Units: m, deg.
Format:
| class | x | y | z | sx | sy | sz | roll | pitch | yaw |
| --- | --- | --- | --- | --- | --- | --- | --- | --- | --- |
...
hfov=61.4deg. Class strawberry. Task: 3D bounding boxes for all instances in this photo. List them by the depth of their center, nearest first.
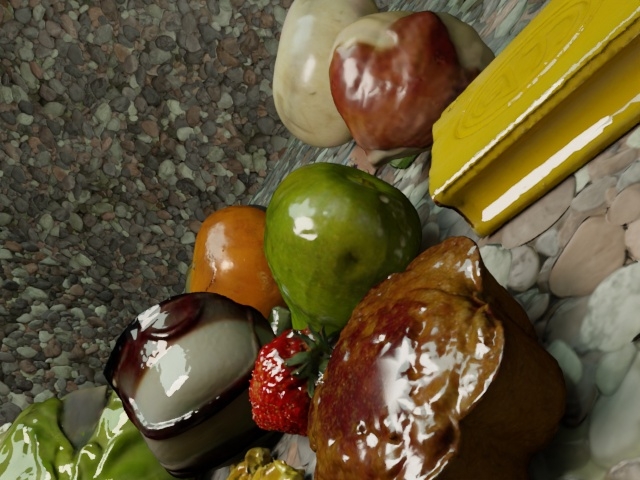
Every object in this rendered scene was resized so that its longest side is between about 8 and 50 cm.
| class | x | y | z | sx | sy | sz | roll | pitch | yaw |
| --- | --- | --- | --- | --- | --- | --- | --- | --- | --- |
| strawberry | -0.029 | 0.193 | 0.715 | 0.131 | 0.131 | 0.148 | -73 | 3 | -47 |

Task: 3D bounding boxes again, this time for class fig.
| class | x | y | z | sx | sy | sz | roll | pitch | yaw |
| --- | --- | --- | --- | --- | --- | --- | --- | --- | --- |
| fig | -0.005 | 0.026 | 0.776 | 0.314 | 0.233 | 0.233 | -41 | 21 | 30 |

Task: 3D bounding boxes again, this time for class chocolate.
| class | x | y | z | sx | sy | sz | roll | pitch | yaw |
| --- | --- | --- | --- | --- | --- | --- | --- | --- | --- |
| chocolate | -0.175 | 0.235 | 0.824 | 0.284 | 0.283 | 0.186 | -52 | 38 | 17 |

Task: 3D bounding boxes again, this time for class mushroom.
| class | x | y | z | sx | sy | sz | roll | pitch | yaw |
| --- | --- | --- | --- | --- | --- | --- | --- | --- | --- |
| mushroom | 0.034 | -0.349 | 1.165 | 0.325 | 0.353 | 0.353 | -48 | 13 | -12 |

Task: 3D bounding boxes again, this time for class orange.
| class | x | y | z | sx | sy | sz | roll | pitch | yaw |
| --- | --- | --- | --- | --- | --- | --- | --- | --- | --- |
| orange | -0.163 | 0.065 | 1.153 | 0.284 | 0.225 | 0.284 | -178 | 90 | -71 |

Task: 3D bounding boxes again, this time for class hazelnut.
| class | x | y | z | sx | sy | sz | roll | pitch | yaw |
| --- | --- | --- | --- | --- | --- | --- | --- | --- | --- |
| hazelnut | 0.129 | -0.227 | 0.839 | 0.261 | 0.260 | 0.241 | -134 | 52 | -75 |

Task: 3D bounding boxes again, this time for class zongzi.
| class | x | y | z | sx | sy | sz | roll | pitch | yaw |
| --- | --- | --- | --- | --- | --- | --- | --- | --- | --- |
| zongzi | -0.081 | 0.210 | 1.033 | 0.130 | 0.062 | 0.154 | 94 | -173 | -74 |

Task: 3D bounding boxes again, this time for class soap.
| class | x | y | z | sx | sy | sz | roll | pitch | yaw |
| --- | --- | --- | --- | --- | --- | --- | --- | --- | --- |
| soap | 0.258 | -0.170 | 0.600 | 0.324 | 0.096 | 0.204 | -46 | 19 | 36 |

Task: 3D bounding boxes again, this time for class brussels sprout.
| class | x | y | z | sx | sy | sz | roll | pitch | yaw |
| --- | --- | --- | --- | --- | --- | --- | --- | --- | --- |
| brussels sprout | -0.415 | 0.470 | 0.987 | 0.425 | 0.342 | 0.361 | -27 | 57 | -4 |

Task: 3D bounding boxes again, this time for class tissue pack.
| class | x | y | z | sx | sy | sz | roll | pitch | yaw |
| --- | --- | --- | --- | --- | --- | --- | --- | --- | --- |
| tissue pack | 0.091 | -0.173 | 1.197 | 0.095 | 0.074 | 0.058 | -61 | 9 | -13 |

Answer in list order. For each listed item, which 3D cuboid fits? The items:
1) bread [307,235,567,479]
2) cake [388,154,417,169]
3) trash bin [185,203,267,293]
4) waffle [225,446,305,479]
| class | x | y | z | sx | sy | sz | roll | pitch | yaw |
| --- | --- | --- | --- | --- | --- | --- | --- | --- | --- |
| bread | 0.079 | 0.137 | 0.453 | 0.247 | 0.135 | 0.232 | -48 | 17 | 28 |
| cake | 0.183 | -0.254 | 1.011 | 0.235 | 0.100 | 0.099 | -52 | 15 | 18 |
| trash bin | -0.217 | 0.074 | 1.414 | 0.214 | 0.214 | 0.334 | -41 | 13 | 46 |
| waffle | -0.089 | 0.364 | 0.681 | 0.253 | 0.056 | 0.249 | -48 | 17 | 36 |
